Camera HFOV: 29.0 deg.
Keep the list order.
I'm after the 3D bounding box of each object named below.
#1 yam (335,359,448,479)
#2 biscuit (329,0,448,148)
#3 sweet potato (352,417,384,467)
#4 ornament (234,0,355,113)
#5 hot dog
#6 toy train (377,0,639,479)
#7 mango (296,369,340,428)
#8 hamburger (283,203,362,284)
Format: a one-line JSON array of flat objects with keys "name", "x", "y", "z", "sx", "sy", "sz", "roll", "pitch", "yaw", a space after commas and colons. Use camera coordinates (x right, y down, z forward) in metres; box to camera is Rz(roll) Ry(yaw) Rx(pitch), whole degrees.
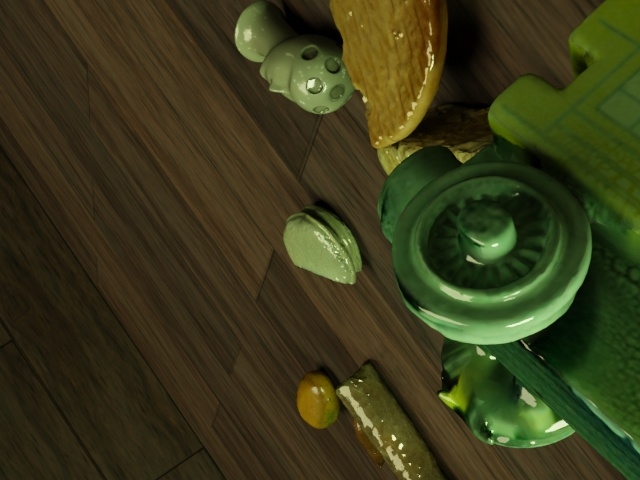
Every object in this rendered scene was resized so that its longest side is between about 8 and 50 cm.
[{"name": "yam", "x": 0.125, "y": 0.295, "z": 1.618, "sx": 0.300, "sy": 0.066, "sz": 0.066, "roll": 54, "pitch": 161, "yaw": 7}, {"name": "biscuit", "x": 0.052, "y": -0.196, "z": 0.995, "sx": 0.144, "sy": 0.033, "sz": 0.224, "roll": -24, "pitch": 82, "yaw": 57}, {"name": "sweet potato", "x": 0.067, "y": 0.264, "z": 1.745, "sx": 0.044, "sy": 0.044, "sz": 0.179, "roll": 41, "pitch": 155, "yaw": 41}, {"name": "ornament", "x": -0.024, "y": -0.176, "z": 1.220, "sx": 0.156, "sy": 0.081, "sz": 0.075, "roll": 45, "pitch": 163, "yaw": 44}, {"name": "hot dog", "x": 0.131, "y": -0.065, "z": 0.995, "sx": 0.073, "sy": 0.084, "sz": 0.242, "roll": 60, "pitch": 161, "yaw": -18}, {"name": "toy train", "x": 0.231, "y": 0.048, "z": 0.627, "sx": 0.442, "sy": 0.272, "sz": 0.179, "roll": 44, "pitch": 171, "yaw": 34}, {"name": "mango", "x": -0.003, "y": 0.237, "z": 1.857, "sx": 0.079, "sy": 0.057, "sz": 0.114, "roll": 57, "pitch": 160, "yaw": 27}, {"name": "hamburger", "x": 0.003, "y": -0.002, "z": 1.473, "sx": 0.121, "sy": 0.054, "sz": 0.084, "roll": 30, "pitch": 143, "yaw": 49}]
